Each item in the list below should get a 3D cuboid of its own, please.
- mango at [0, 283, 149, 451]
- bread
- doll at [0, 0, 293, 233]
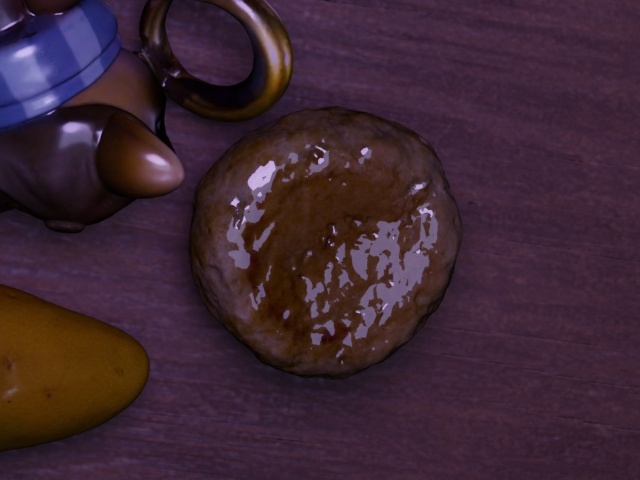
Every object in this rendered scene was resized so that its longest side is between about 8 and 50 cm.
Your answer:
[{"bbox_3d":[-0.258,0.099,1.532,0.253,0.113,0.138,0,99,-18],"label":"mango"},{"bbox_3d":[0.000,0.000,1.590,0.230,0.123,0.230,-4,100,-21],"label":"bread"},{"bbox_3d":[-0.211,-0.180,1.475,0.318,0.209,0.339,-18,104,15],"label":"doll"}]
